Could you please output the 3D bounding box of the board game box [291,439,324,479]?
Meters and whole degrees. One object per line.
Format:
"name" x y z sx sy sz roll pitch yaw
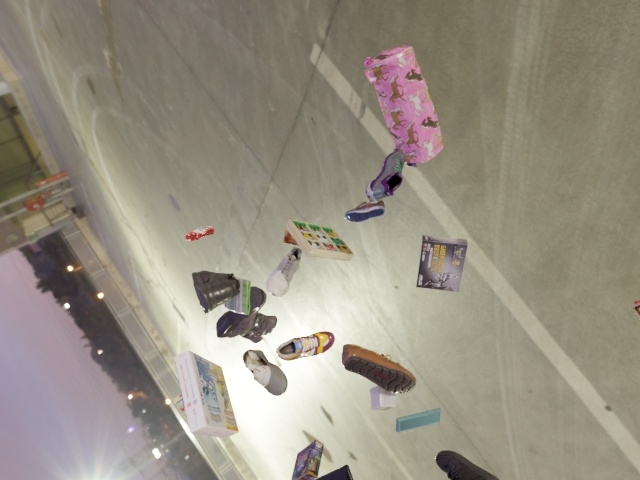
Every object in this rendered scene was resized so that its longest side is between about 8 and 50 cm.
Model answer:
"board game box" -0.057 0.922 1.789 0.048 0.141 0.170 29 127 -10

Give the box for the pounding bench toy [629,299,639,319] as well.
"pounding bench toy" 0.748 0.158 0.977 0.052 0.083 0.065 -46 53 43

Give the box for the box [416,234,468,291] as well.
"box" 0.507 0.099 1.840 0.182 0.056 0.231 7 117 9

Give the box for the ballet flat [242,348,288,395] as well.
"ballet flat" -0.153 0.340 1.130 0.213 0.068 0.072 17 89 63

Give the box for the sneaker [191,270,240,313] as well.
"sneaker" -0.317 0.145 1.336 0.286 0.130 0.109 22 129 66

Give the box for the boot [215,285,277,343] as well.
"boot" -0.267 0.312 1.827 0.338 0.222 0.118 -41 47 34

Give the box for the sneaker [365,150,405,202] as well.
"sneaker" 0.228 -0.197 1.326 0.098 0.224 0.083 -7 131 48

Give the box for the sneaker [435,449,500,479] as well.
"sneaker" 0.282 0.475 0.843 0.170 0.089 0.051 11 112 44

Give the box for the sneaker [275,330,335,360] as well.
"sneaker" -0.045 0.323 1.332 0.084 0.185 0.070 70 179 -69

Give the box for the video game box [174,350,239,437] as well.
"video game box" -0.283 0.389 1.093 0.205 0.048 0.187 65 -177 -61

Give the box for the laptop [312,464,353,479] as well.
"laptop" 0.108 0.934 1.374 0.408 0.236 0.382 -46 54 36

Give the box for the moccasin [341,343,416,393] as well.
"moccasin" 0.261 0.568 1.950 0.379 0.147 0.139 22 112 -11

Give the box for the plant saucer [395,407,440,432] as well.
"plant saucer" 0.387 0.709 1.715 0.018 0.191 0.067 -131 37 -66

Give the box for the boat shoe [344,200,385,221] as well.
"boat shoe" 0.188 -0.126 1.846 0.183 0.066 0.066 -9 138 25

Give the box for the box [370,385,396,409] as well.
"box" 0.298 0.748 2.079 0.101 0.087 0.102 126 149 -55

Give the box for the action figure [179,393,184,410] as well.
"action figure" -0.483 0.551 1.559 0.030 0.038 0.115 21 109 26

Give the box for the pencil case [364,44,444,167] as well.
"pencil case" 0.279 -0.442 1.447 0.386 0.167 0.160 63 169 -28

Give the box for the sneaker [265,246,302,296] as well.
"sneaker" -0.156 0.133 1.935 0.110 0.292 0.118 28 126 -3

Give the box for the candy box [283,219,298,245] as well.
"candy box" -0.063 -0.020 1.890 0.186 0.053 0.109 10 146 -6

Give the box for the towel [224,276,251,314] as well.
"towel" -0.267 0.175 1.414 0.152 0.023 0.113 3 92 51

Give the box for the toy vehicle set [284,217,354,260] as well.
"toy vehicle set" 0.000 0.000 1.643 0.035 0.266 0.166 -52 57 21

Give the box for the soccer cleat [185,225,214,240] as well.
"soccer cleat" -0.339 -0.022 1.223 0.035 0.083 0.029 44 147 52
